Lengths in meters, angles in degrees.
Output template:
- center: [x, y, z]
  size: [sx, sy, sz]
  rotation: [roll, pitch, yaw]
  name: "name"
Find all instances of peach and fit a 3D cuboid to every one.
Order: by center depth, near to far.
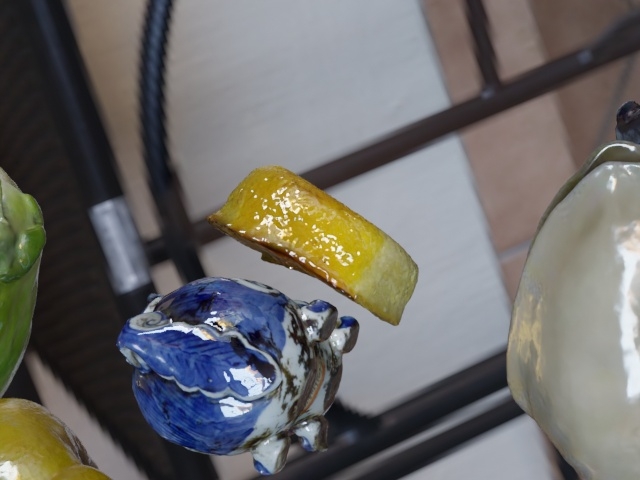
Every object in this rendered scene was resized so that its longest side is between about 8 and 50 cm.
- center: [-0.209, 0.231, 1.461]
  size: [0.251, 0.153, 0.251]
  rotation: [36, 158, 17]
  name: "peach"

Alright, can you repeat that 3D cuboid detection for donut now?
- center: [0.001, 0.000, 1.584]
  size: [0.190, 0.074, 0.174]
  rotation: [28, 176, 21]
  name: "donut"

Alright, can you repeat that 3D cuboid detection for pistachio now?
- center: [0.187, 0.051, 1.126]
  size: [0.126, 0.152, 0.223]
  rotation: [-52, -42, -66]
  name: "pistachio"

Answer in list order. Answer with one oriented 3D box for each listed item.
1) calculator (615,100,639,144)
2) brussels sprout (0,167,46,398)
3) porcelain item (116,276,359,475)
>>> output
- center: [0.388, -0.038, 1.951]
  size: [0.177, 0.040, 0.268]
  rotation: [136, 113, -72]
  name: "calculator"
- center: [-0.467, 0.077, 2.013]
  size: [0.276, 0.371, 0.314]
  rotation: [24, 150, 14]
  name: "brussels sprout"
- center: [-0.078, 0.089, 1.455]
  size: [0.288, 0.186, 0.138]
  rotation: [12, -84, -79]
  name: "porcelain item"
